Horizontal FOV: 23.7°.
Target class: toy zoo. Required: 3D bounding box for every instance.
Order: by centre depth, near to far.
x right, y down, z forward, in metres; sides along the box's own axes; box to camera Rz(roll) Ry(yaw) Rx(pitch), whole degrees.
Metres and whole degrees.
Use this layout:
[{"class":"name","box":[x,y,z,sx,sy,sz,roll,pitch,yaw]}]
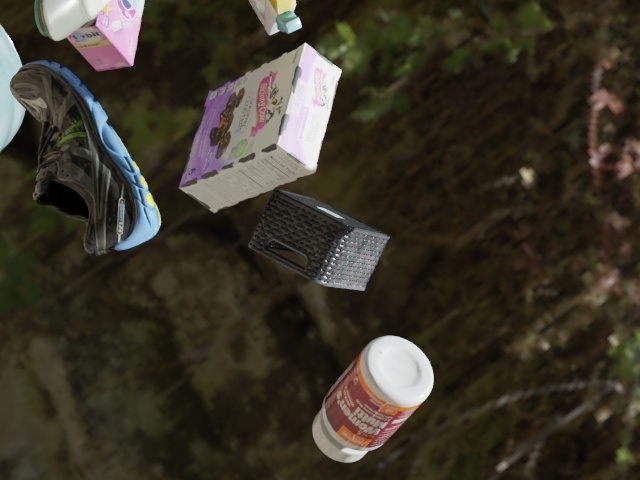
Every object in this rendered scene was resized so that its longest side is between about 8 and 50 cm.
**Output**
[{"class":"toy zoo","box":[-0.099,-0.393,1.976,0.293,0.030,0.192,60,-12,15]}]

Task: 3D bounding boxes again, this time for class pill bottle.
[{"class":"pill bottle","box":[0.075,0.251,2.361,0.121,0.121,0.221,54,-41,17]}]

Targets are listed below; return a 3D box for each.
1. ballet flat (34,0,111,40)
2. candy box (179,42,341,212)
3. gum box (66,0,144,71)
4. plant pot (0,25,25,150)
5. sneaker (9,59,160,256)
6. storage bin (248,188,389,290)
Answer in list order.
[{"class":"ballet flat","box":[-0.207,-0.258,1.419,0.213,0.068,0.072,-78,161,-51]},{"class":"candy box","box":[-0.078,-0.143,1.959,0.070,0.164,0.196,35,-37,-31]},{"class":"gum box","box":[-0.306,-0.352,2.189,0.107,0.062,0.188,50,40,-54]},{"class":"plant pot","box":[-0.513,-0.145,1.769,0.293,0.293,0.196,56,29,-29]},{"class":"sneaker","box":[-0.193,-0.066,1.166,0.188,0.078,0.067,55,-14,26]},{"class":"storage bin","box":[0.000,0.000,2.001,0.122,0.084,0.180,27,5,21]}]
